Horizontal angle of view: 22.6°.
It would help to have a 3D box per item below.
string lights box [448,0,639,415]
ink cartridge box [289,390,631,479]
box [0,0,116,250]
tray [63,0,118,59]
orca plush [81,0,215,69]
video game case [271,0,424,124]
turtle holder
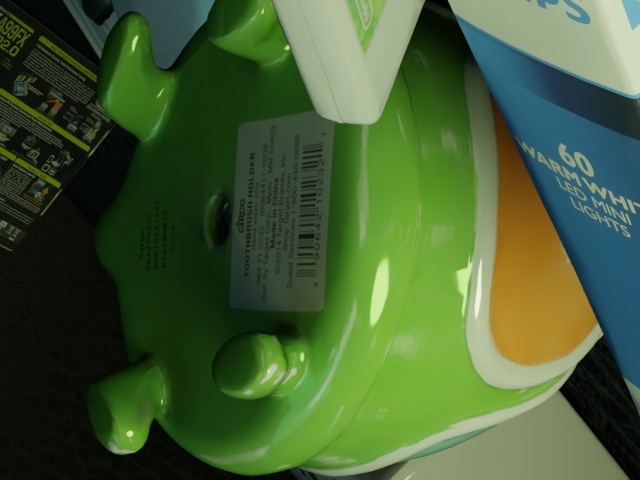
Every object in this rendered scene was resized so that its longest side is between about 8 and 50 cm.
[{"bbox_3d":[0.137,-0.040,0.503,0.077,0.133,0.260,35,164,44],"label":"string lights box"},{"bbox_3d":[0.121,0.222,1.391,0.285,0.166,0.395,50,169,-14],"label":"ink cartridge box"},{"bbox_3d":[-0.331,-0.125,1.595,0.060,0.216,0.270,39,-178,31],"label":"box"},{"bbox_3d":[-0.201,-0.213,1.436,0.145,0.030,0.270,37,165,36],"label":"tray"},{"bbox_3d":[-0.050,-0.135,1.012,0.151,0.102,0.287,-7,120,42],"label":"orca plush"},{"bbox_3d":[0.018,-0.165,0.403,0.023,0.193,0.212,12,155,20],"label":"video game case"},{"bbox_3d":[0.007,0.013,0.814,0.320,0.227,0.243,-48,46,46],"label":"turtle holder"}]
